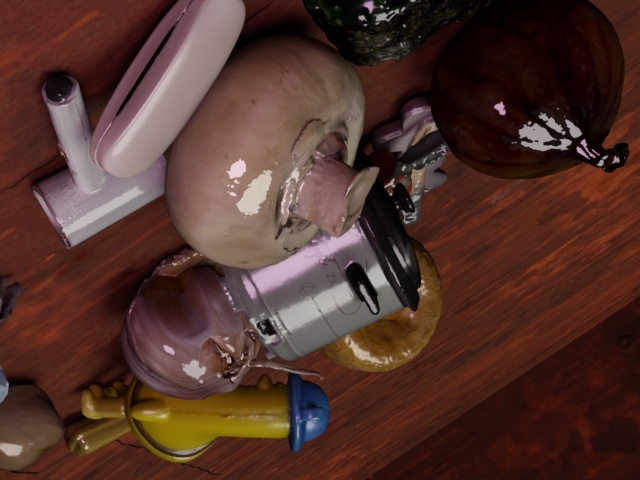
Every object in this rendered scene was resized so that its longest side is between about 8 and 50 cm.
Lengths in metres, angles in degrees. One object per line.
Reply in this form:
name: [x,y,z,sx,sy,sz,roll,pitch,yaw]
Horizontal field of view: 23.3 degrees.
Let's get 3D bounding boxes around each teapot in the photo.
teapot: [0.047,0.077,2.182,0.311,0.203,0.167,8,-177,-32]

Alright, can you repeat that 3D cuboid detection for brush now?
brush: [0.039,-0.045,1.930,0.323,0.070,0.051,-32,140,24]

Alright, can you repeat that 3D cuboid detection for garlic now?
garlic: [-0.118,0.094,1.932,0.257,0.207,0.207,3,153,-7]

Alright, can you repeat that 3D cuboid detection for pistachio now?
pistachio: [-0.393,0.234,1.950,0.113,0.113,0.149,-41,152,22]

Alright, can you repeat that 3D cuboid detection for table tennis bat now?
table tennis bat: [-0.234,0.236,2.278,0.321,0.050,0.198,-23,158,-36]

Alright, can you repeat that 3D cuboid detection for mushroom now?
mushroom: [-0.040,-0.078,1.540,0.246,0.202,0.246,-42,151,-30]

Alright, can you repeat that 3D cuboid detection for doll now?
doll: [-0.152,0.224,2.047,0.363,0.145,0.199,-2,-178,33]

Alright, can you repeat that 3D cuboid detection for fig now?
fig: [0.246,-0.174,1.795,0.235,0.214,0.235,-6,128,-8]

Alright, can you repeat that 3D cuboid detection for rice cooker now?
rice cooker: [0.000,0.000,1.765,0.227,0.280,0.241,-27,123,4]

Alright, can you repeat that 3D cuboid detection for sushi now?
sushi: [0.089,-0.265,1.449,0.225,0.124,0.127,-29,161,7]

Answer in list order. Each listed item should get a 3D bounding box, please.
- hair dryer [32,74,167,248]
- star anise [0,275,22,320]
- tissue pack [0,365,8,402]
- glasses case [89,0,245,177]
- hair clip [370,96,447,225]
hair dryer: [-0.223,-0.095,1.492,0.131,0.073,0.236,-30,152,-12]
star anise: [-0.404,0.096,1.647,0.182,0.065,0.195,-34,163,3]
tissue pack: [-0.500,0.215,1.749,0.263,0.089,0.177,-15,152,-43]
glasses case: [-0.141,-0.146,1.429,0.204,0.051,0.081,-55,155,8]
hair clip: [0.117,-0.103,1.977,0.146,0.075,0.257,-8,146,-18]
